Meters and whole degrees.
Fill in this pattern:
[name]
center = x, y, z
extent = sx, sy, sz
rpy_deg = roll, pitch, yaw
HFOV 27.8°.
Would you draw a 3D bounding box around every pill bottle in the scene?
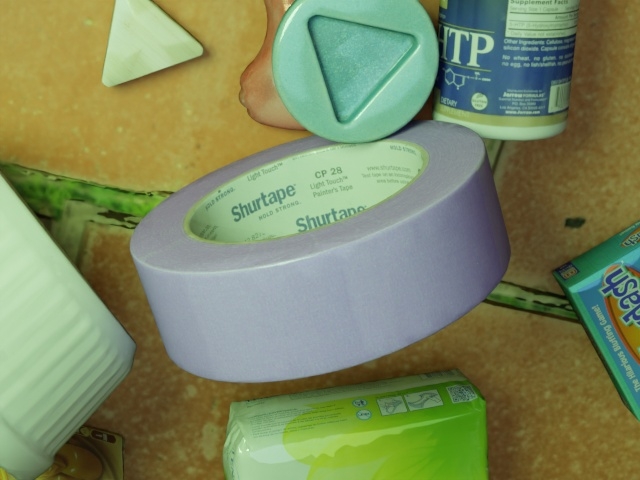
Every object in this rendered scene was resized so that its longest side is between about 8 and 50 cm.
[pill bottle]
center = 0.149, -0.181, 1.027
extent = 0.112, 0.112, 0.187
rpy_deg = 0, 108, -9

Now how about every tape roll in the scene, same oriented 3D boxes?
[tape roll]
center = 0.000, 0.000, 0.976
extent = 0.274, 0.275, 0.090
rpy_deg = -18, 110, -3

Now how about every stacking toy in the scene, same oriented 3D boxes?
[stacking toy]
center = -0.035, -0.222, 0.973
extent = 0.279, 0.130, 0.309
rpy_deg = -1, 108, -10

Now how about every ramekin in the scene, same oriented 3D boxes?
[ramekin]
center = -0.250, 0.034, 0.961
extent = 0.127, 0.273, 0.273
rpy_deg = -39, 111, -9

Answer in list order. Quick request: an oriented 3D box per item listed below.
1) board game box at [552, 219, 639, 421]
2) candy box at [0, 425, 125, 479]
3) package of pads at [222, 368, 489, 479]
[board game box]
center = 0.339, 0.044, 1.169
extent = 0.210, 0.047, 0.160
rpy_deg = -31, 111, 3
[candy box]
center = -0.318, 0.191, 1.034
extent = 0.316, 0.183, 0.088
rpy_deg = 19, 104, -15
[package of pads]
center = 0.036, 0.272, 1.167
extent = 0.229, 0.101, 0.297
rpy_deg = -8, 109, -8
